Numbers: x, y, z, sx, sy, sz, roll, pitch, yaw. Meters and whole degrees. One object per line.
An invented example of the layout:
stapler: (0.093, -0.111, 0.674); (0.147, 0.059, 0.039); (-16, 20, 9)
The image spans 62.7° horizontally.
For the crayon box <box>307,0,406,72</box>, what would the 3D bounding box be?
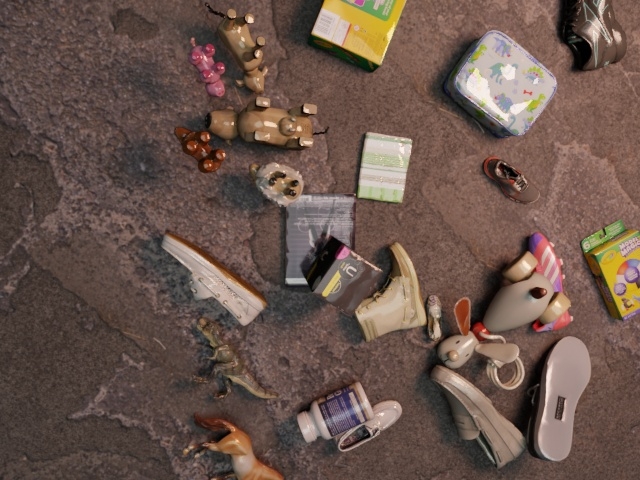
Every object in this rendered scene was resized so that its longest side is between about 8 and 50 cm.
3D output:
crayon box: (0.100, -0.533, 1.139); (0.165, 0.081, 0.279); (21, 94, -9)

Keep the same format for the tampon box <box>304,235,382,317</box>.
tampon box: (0.044, 0.074, 1.148); (0.101, 0.161, 0.120); (34, 91, -11)

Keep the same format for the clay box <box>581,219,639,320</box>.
clay box: (0.752, 0.073, 1.309); (0.127, 0.053, 0.222); (-29, 100, -3)

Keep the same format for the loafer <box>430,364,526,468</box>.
loafer: (0.371, 0.431, 1.277); (0.319, 0.112, 0.111); (46, 82, -10)

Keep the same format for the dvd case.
dvd case: (0.000, 0.000, 1.225); (0.164, 0.018, 0.221); (0, 97, -8)

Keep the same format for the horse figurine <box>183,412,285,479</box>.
horse figurine: (-0.208, 0.518, 1.240); (0.174, 0.066, 0.263); (-23, 102, 2)

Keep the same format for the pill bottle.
pill bottle: (0.034, 0.409, 1.241); (0.169, 0.094, 0.094); (-23, 99, -4)

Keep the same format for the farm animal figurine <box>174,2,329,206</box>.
farm animal figurine: (-0.148, -0.273, 1.108); (0.326, 0.172, 0.330); (22, 86, -21)

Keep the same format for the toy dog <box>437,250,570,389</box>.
toy dog: (0.416, 0.183, 1.197); (0.220, 0.161, 0.334); (29, 97, 15)

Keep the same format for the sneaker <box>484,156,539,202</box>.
sneaker: (0.457, -0.138, 1.240); (0.157, 0.065, 0.061); (32, 92, -9)

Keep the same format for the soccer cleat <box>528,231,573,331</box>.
soccer cleat: (0.537, 0.105, 1.276); (0.095, 0.083, 0.248); (-19, 102, 0)

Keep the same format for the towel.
towel: (0.147, -0.168, 1.223); (0.113, 0.023, 0.152); (8, 98, -6)

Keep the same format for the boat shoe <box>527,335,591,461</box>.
boat shoe: (0.579, 0.388, 1.300); (0.113, 0.105, 0.306); (18, 70, -1)

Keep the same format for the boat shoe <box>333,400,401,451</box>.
boat shoe: (0.117, 0.451, 1.271); (0.184, 0.063, 0.066); (-22, 99, -4)

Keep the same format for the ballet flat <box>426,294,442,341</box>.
ballet flat: (0.278, 0.191, 1.272); (0.041, 0.041, 0.114); (-2, 97, -7)

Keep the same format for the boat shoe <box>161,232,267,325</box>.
boat shoe: (-0.250, 0.092, 1.165); (0.277, 0.098, 0.096); (39, 90, -11)

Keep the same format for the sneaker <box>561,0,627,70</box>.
sneaker: (0.604, -0.517, 1.195); (0.106, 0.101, 0.267); (-26, 99, -1)

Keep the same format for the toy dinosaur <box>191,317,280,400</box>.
toy dinosaur: (-0.219, 0.307, 1.216); (0.118, 0.064, 0.268); (-39, 103, -8)

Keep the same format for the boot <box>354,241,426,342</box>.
boot: (0.146, 0.123, 1.230); (0.165, 0.077, 0.213); (-17, 102, -3)

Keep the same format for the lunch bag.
lunch bag: (0.411, -0.353, 1.195); (0.219, 0.090, 0.176); (34, 93, -10)
